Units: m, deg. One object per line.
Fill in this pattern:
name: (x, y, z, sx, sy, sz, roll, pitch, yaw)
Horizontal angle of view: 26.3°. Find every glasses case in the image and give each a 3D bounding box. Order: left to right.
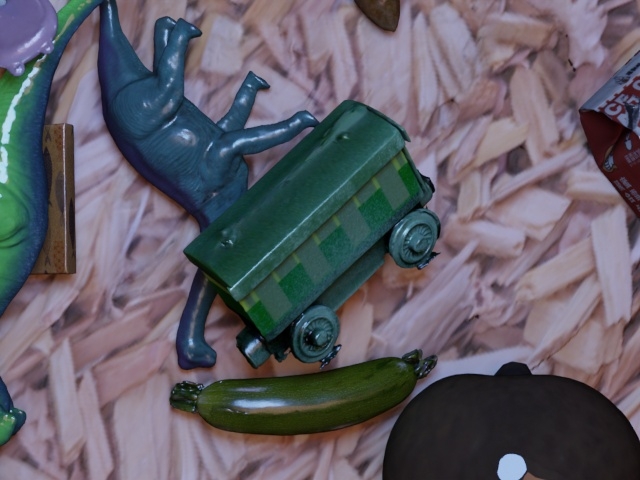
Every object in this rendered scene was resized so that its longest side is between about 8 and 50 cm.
glasses case: (-0.308, -0.046, 1.553, 0.064, 0.041, 0.170, -2, 88, 18)

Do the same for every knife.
knife: (-0.407, -0.335, 1.477, 0.132, 0.038, 0.399, -39, 72, -6)

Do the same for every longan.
longan: (0.218, 0.260, 1.546, 0.300, 0.243, 0.300, 7, 50, -9)

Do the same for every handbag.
handbag: (0.455, -0.098, 1.653, 0.171, 0.151, 0.298, -38, 88, -14)

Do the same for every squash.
squash: (-0.013, 0.184, 1.586, 0.318, 0.080, 0.071, -7, 127, -10)

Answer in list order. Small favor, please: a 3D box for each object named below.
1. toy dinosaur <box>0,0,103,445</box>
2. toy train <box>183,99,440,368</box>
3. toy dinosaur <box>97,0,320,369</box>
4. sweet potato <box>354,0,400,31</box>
toy dinosaur: (-0.304, -0.021, 1.482, 0.500, 0.144, 0.375, -31, 95, 4)
toy train: (0.000, 0.000, 1.522, 0.301, 0.120, 0.202, -44, 132, -13)
toy dinosaur: (-0.199, -0.079, 1.557, 0.383, 0.129, 0.331, 35, 91, -6)
sweet potato: (0.038, -0.415, 1.607, 0.114, 0.092, 0.342, -3, 89, -27)
